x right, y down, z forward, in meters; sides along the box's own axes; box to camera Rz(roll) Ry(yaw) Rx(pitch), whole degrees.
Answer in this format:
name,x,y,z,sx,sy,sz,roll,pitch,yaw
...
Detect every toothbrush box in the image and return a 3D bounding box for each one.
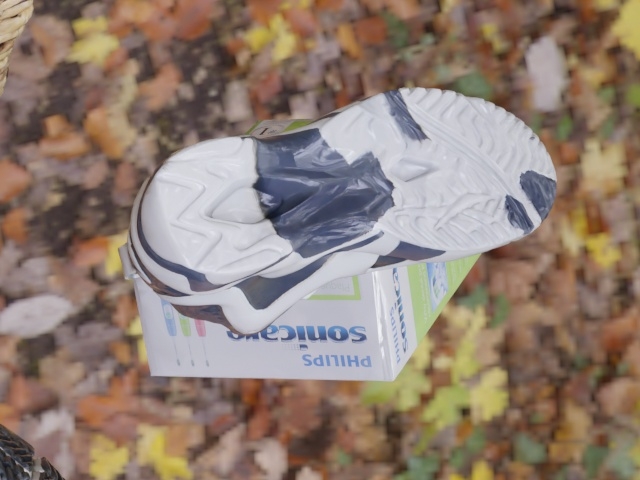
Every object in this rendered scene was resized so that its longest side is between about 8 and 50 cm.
name,x,y,z,sx,sy,sz,roll,pitch,yaw
toothbrush box,0.000,0.000,1.539,0.283,0.206,0.122,-50,135,-57

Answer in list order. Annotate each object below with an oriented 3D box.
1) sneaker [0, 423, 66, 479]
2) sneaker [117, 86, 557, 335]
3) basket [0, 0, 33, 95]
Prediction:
name,x,y,z,sx,sy,sz,roll,pitch,yaw
sneaker,-0.181,0.192,1.084,0.110,0.107,0.275,-39,87,2
sneaker,-0.002,-0.011,1.020,0.235,0.153,0.094,-16,85,-25
basket,-0.306,-0.130,0.924,0.299,0.223,0.213,-31,85,-23
